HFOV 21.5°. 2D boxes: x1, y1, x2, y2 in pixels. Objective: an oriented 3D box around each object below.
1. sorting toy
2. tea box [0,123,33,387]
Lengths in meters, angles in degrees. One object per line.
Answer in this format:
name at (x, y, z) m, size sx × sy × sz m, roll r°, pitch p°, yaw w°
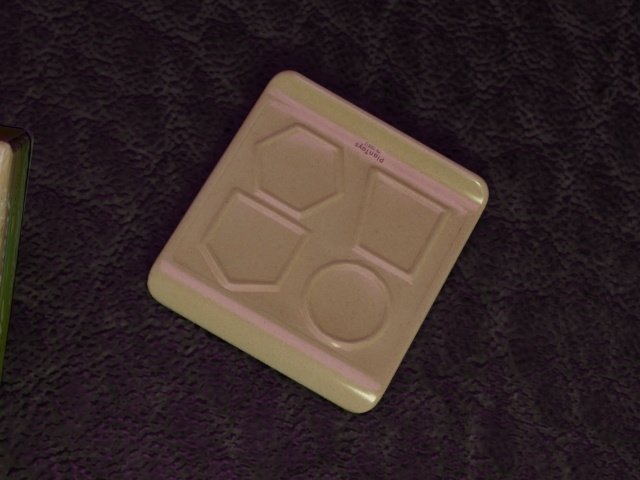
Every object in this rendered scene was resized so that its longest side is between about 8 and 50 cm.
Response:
sorting toy at (0.000, 0.000, 1.265) m, size 0.193 × 0.038 × 0.208 m, roll 30°, pitch 71°, yaw 2°
tea box at (-0.294, 0.085, 0.955) m, size 0.220 × 0.323 × 0.329 m, roll 8°, pitch 95°, yaw -8°
